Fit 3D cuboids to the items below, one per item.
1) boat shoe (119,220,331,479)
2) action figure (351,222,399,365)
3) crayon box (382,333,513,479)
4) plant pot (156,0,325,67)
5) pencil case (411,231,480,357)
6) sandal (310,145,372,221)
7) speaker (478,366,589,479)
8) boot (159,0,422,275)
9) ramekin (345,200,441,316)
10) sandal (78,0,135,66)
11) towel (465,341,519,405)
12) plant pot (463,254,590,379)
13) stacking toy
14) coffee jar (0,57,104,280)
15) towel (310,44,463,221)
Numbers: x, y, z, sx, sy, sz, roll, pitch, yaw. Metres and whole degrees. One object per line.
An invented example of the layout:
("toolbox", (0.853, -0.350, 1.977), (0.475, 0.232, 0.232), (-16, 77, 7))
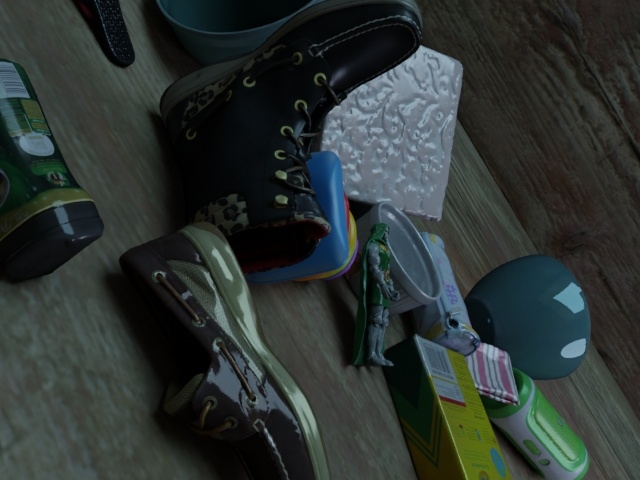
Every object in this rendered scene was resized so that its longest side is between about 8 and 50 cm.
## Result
("boat shoe", (-0.105, 0.150, 0.699), (0.123, 0.123, 0.342), (-20, 84, -36))
("action figure", (0.092, 0.084, 1.106), (0.137, 0.063, 0.232), (30, 59, -69))
("crayon box", (0.222, 0.332, 1.145), (0.202, 0.081, 0.319), (29, 37, -49))
("plant pot", (-0.101, -0.367, 1.144), (0.196, 0.293, 0.293), (73, 3, -55))
("pencil case", (0.225, 0.110, 1.366), (0.273, 0.113, 0.124), (-101, 171, -45))
("sandal", (0.044, -0.147, 1.366), (0.254, 0.097, 0.054), (56, -3, -9))
("speaker", (0.465, 0.407, 1.488), (0.296, 0.131, 0.131), (48, 25, -24))
("boot", (-0.029, -0.128, 0.855), (0.138, 0.377, 0.284), (50, 26, -56))
("ramekin", (0.122, 0.041, 1.263), (0.207, 0.109, 0.207), (45, 26, -30))
("sandal", (-0.306, -0.322, 0.942), (0.067, 0.040, 0.179), (-19, 93, -61))
("towel", (0.312, 0.249, 1.391), (0.197, 0.029, 0.144), (22, 34, -11))
("plant pot", (0.431, 0.185, 1.561), (0.195, 0.290, 0.290), (-5, 60, -24))
("stacking toy", (0.000, 0.000, 1.045), (0.302, 0.165, 0.175), (35, 47, -64))
("coffee jar", (-0.271, -0.061, 0.611), (0.184, 0.096, 0.079), (61, 26, 4))
("towel", (0.131, -0.224, 1.326), (0.317, 0.053, 0.332), (11, 87, -29))
